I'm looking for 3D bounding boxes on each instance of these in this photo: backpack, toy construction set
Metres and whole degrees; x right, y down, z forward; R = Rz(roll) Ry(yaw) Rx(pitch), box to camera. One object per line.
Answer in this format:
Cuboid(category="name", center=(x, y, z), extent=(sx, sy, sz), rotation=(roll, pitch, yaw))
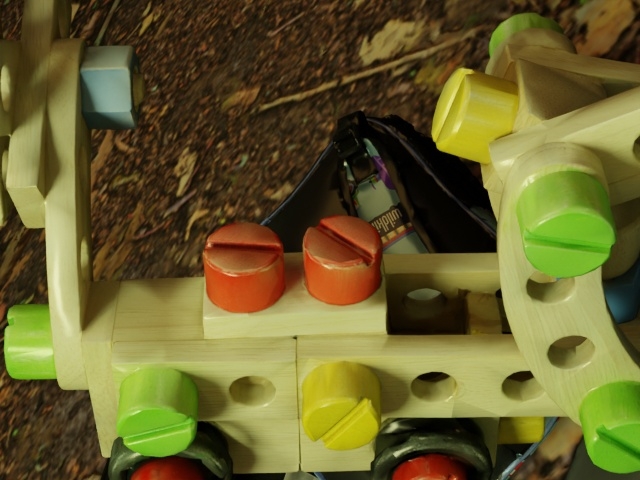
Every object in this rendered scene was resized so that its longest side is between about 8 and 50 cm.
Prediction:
Cuboid(category="backpack", center=(0.045, 0.048, 0.656), extent=(0.158, 0.117, 0.173), rotation=(-50, 64, 10))
Cuboid(category="toy construction set", center=(0.000, 0.000, 0.502), extent=(0.327, 0.215, 0.151), rotation=(9, 43, 11))

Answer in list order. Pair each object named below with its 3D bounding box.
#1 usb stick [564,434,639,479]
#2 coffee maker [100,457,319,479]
Cuboid(category="usb stick", center=(0.099, 0.173, 0.534), extent=(0.077, 0.045, 0.278), rotation=(4, 64, 53))
Cuboid(category="coffee maker", center=(-0.091, 0.173, 0.666), extent=(0.120, 0.171, 0.178), rotation=(-34, 32, 57))
